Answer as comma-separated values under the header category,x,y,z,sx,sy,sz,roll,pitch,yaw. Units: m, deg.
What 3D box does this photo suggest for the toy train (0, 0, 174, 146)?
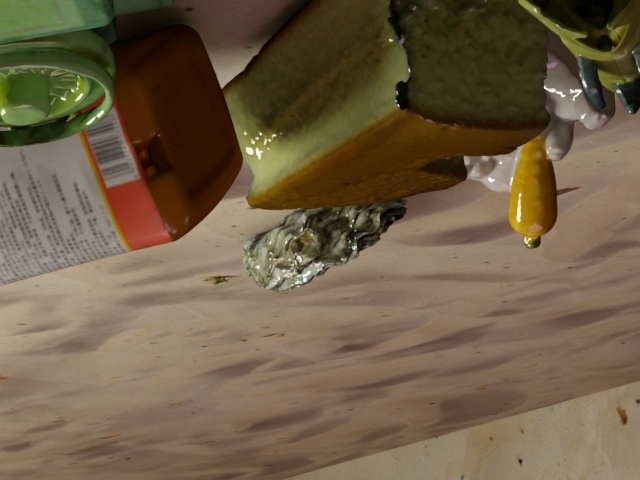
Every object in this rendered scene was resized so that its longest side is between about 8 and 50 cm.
category,x,y,z,sx,sy,sz,roll,pitch,yaw
toy train,-0.200,-0.124,0.756,0.272,0.159,0.188,-9,160,0

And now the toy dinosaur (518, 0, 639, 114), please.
category,x,y,z,sx,sy,sz,roll,pitch,yaw
toy dinosaur,0.114,-0.168,0.836,0.094,0.153,0.259,-16,156,16

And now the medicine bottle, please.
category,x,y,z,sx,sy,sz,roll,pitch,yaw
medicine bottle,-0.175,-0.044,1.086,0.222,0.112,0.149,-14,-165,18

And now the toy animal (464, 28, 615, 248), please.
category,x,y,z,sx,sy,sz,roll,pitch,yaw
toy animal,0.135,-0.075,1.237,0.182,0.131,0.127,-44,-178,43

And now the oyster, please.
category,x,y,z,sx,sy,sz,roll,pitch,yaw
oyster,0.000,0.000,1.594,0.177,0.064,0.125,-24,178,14

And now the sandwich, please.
category,x,y,z,sx,sy,sz,roll,pitch,yaw
sandwich,0.036,-0.096,1.107,0.128,0.122,0.236,3,164,-28
